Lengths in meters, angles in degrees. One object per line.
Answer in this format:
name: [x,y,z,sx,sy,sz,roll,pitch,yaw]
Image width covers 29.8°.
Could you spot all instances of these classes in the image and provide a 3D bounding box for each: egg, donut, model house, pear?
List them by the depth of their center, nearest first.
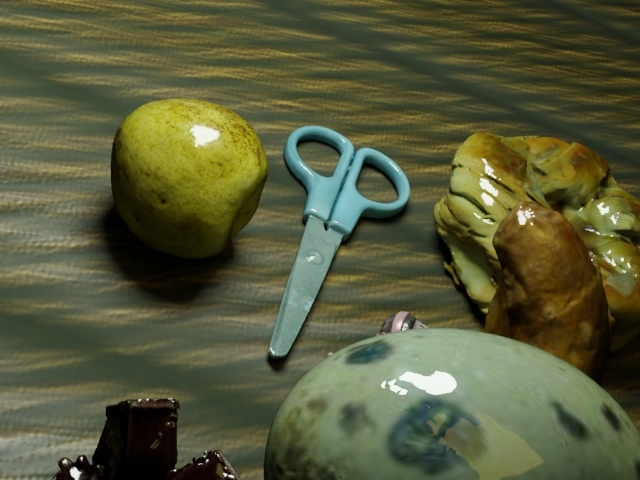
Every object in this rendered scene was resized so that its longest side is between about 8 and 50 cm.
model house: [-0.162,0.248,1.160,0.203,0.164,0.141,45,38,17]
egg: [0.142,0.258,1.177,0.428,0.345,0.345,35,37,-29]
pear: [-0.165,-0.080,1.455,0.197,0.197,0.197,17,44,-16]
donut: [0.325,-0.007,1.692,0.360,0.170,0.360,18,42,-17]

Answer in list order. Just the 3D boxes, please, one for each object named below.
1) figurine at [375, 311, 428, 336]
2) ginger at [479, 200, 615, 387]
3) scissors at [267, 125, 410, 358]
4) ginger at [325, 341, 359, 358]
figurine: [0.127,0.143,1.520,0.129,0.054,0.072,35,56,-8]
ginger: [0.272,0.112,1.478,0.172,0.321,0.165,1,5,-37]
scissors: [0.000,0.000,1.592,0.192,0.029,0.447,27,41,-5]
ginger: [0.061,0.188,1.408,0.205,0.081,0.115,7,52,-23]
